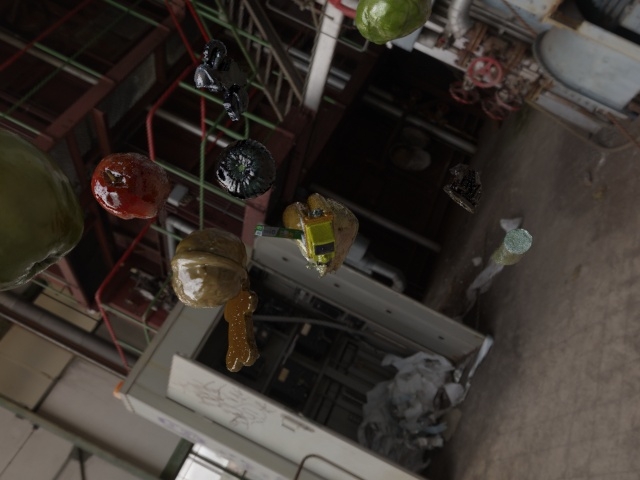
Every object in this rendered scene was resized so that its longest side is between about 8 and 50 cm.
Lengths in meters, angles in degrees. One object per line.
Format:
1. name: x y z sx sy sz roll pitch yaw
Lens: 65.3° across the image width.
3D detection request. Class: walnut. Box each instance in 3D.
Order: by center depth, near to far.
1. walnut: -0.399 0.098 1.810 0.285 0.285 0.296 111 169 -67

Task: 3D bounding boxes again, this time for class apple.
1. apple: -0.915 -0.081 1.377 0.473 0.474 0.473 -64 -2 -5

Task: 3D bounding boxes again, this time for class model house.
1. model house: 0.622 -0.236 2.125 0.164 0.141 0.203 -55 -41 5

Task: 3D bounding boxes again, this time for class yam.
1. yam: 0.711 0.037 1.868 0.106 0.106 0.259 -63 -16 -11

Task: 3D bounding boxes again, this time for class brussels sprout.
1. brussels sprout: 0.289 -0.883 1.897 0.273 0.317 0.242 100 153 -77

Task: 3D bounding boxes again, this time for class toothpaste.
1. toothpaste: -0.134 -0.026 1.655 0.179 0.043 0.037 5 -83 -43

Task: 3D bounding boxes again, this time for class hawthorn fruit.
1. hawthorn fruit: -0.736 -0.218 1.902 0.287 0.287 0.330 -64 -6 -5

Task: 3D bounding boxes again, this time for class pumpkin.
1. pumpkin: -0.242 -0.229 1.614 0.201 0.202 0.140 -64 -3 5

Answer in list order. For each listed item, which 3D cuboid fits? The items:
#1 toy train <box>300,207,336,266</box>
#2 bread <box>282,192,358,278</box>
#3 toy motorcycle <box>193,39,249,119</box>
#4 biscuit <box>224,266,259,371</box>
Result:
1. toy train: 0.000 0.000 1.381 0.219 0.089 0.127 86 170 -53
2. bread: 0.023 -0.030 2.015 0.245 0.328 0.424 -24 -12 15
3. toy motorcycle: -0.314 -0.495 1.599 0.159 0.106 0.270 -61 -31 -26
4. biscuit: -0.306 0.288 1.984 0.283 0.064 0.431 -34 55 52
